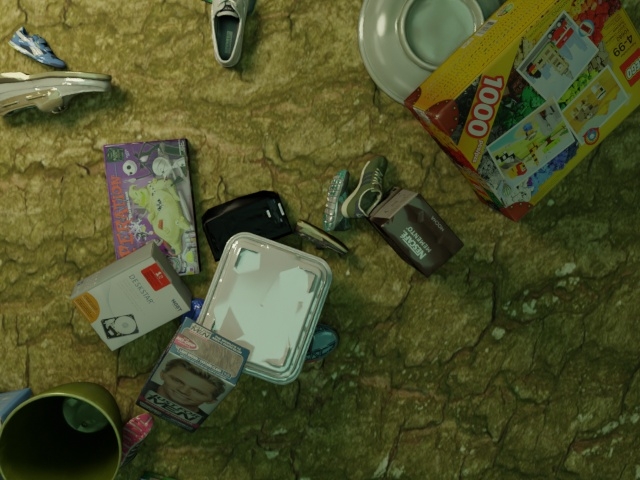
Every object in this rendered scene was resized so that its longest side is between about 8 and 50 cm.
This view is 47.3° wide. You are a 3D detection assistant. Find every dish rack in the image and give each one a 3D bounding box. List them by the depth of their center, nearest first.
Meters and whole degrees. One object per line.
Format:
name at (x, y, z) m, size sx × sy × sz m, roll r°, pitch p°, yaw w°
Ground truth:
dish rack at (-0.144, 0.163, 1.791) m, size 0.286 × 0.072 × 0.332 m, roll 19°, pitch 82°, yaw 2°

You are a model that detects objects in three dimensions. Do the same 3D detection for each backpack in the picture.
backpack at (-0.293, 0.200, 1.868) m, size 0.120 × 0.101 × 0.098 m, roll 25°, pitch 84°, yaw -5°

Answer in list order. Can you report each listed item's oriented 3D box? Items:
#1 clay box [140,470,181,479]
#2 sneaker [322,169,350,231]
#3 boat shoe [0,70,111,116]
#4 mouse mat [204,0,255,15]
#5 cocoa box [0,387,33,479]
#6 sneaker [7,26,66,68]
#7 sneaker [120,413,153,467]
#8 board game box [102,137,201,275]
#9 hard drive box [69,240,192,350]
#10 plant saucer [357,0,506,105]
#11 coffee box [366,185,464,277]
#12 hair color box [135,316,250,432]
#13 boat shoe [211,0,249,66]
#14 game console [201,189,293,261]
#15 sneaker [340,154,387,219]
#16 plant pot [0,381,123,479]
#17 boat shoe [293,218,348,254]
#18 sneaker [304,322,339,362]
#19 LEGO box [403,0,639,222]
clay box at (-0.444, 0.739, 1.944) m, size 0.127 × 0.053 × 0.222 m, roll 16°, pitch 95°, yaw -6°
sneaker at (0.058, -0.099, 1.888) m, size 0.076 × 0.065 × 0.166 m, roll 9°, pitch 100°, yaw -22°
boat shoe at (-0.650, -0.355, 1.768) m, size 0.302 × 0.113 × 0.103 m, roll -1°, pitch 99°, yaw 6°
mouse mat at (-0.217, -0.671, 1.813) m, size 0.153 × 0.007 × 0.189 m, roll 17°, pitch 96°, yaw -7°
cocoa box at (-0.886, 0.530, 1.789) m, size 0.347 × 0.231 × 0.227 m, roll -11°, pitch 97°, yaw -3°
sneaker at (-0.682, -0.466, 1.775) m, size 0.144 × 0.053 × 0.059 m, roll 28°, pitch 92°, yaw -9°
sneaker at (-0.499, 0.529, 1.913) m, size 0.063 × 0.075 × 0.170 m, roll 33°, pitch 71°, yaw 9°
board game box at (-0.423, -0.078, 1.850) m, size 0.208 × 0.056 × 0.346 m, roll -5°, pitch 98°, yaw 0°
hard drive box at (-0.466, 0.138, 1.816) m, size 0.232 × 0.089 × 0.181 m, roll -29°, pitch 115°, yaw 6°
plant saucer at (0.296, -0.526, 1.828) m, size 0.401 × 0.100 × 0.400 m, roll -1°, pitch 97°, yaw -5°
coffee box at (0.217, -0.028, 1.782) m, size 0.119 × 0.297 × 0.168 m, roll -42°, pitch 98°, yaw 1°
hair color box at (-0.317, 0.336, 1.772) m, size 0.174 × 0.347 × 0.105 m, roll 29°, pitch 50°, yaw -8°
boat shoe at (-0.220, -0.556, 1.782) m, size 0.095 × 0.084 × 0.258 m, roll -1°, pitch 100°, yaw -3°
game console at (-0.153, 0.061, 1.863) m, size 0.213 × 0.044 × 0.361 m, roll -20°, pitch 87°, yaw -2°
sneaker at (0.133, -0.131, 1.846) m, size 0.064 × 0.086 × 0.192 m, roll 41°, pitch 74°, yaw -33°
plant pot at (-0.596, 0.453, 1.774) m, size 0.275 × 0.293 × 0.274 m, roll -1°, pitch 98°, yaw -5°
boat shoe at (0.000, 0.000, 1.894) m, size 0.152 × 0.056 × 0.049 m, roll 32°, pitch 100°, yaw 3°
sneaker at (-0.077, 0.281, 1.878) m, size 0.262 × 0.125 × 0.104 m, roll -10°, pitch 92°, yaw -3°
LEGO box at (0.515, -0.358, 1.771) m, size 0.500 × 0.193 × 0.372 m, roll -45°, pitch 117°, yaw 1°
